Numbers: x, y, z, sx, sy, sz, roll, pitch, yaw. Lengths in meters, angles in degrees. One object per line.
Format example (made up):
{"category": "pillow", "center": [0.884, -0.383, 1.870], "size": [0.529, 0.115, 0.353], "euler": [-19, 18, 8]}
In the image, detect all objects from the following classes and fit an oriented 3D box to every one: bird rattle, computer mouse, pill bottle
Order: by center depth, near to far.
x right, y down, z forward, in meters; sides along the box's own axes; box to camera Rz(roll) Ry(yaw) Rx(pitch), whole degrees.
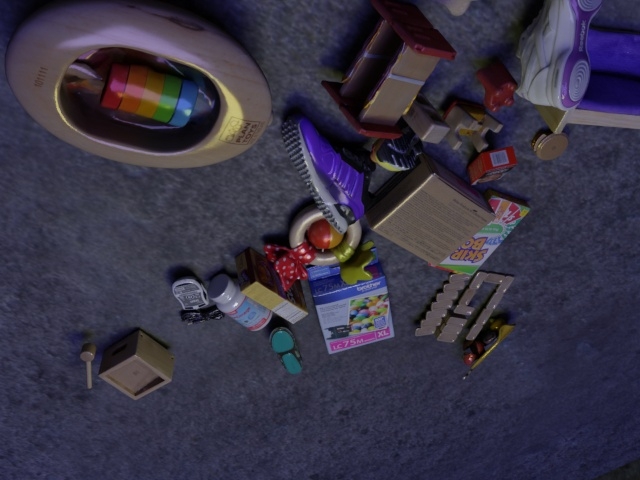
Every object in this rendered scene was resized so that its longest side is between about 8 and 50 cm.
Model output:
{"category": "bird rattle", "center": [0.000, 0.000, 1.721], "size": [0.253, 0.143, 0.207], "euler": [5, 123, -3]}
{"category": "computer mouse", "center": [-0.296, 0.133, 1.796], "size": [0.106, 0.042, 0.193], "euler": [-10, 142, 1]}
{"category": "pill bottle", "center": [-0.191, 0.144, 1.801], "size": [0.087, 0.087, 0.160], "euler": [-33, 134, 18]}

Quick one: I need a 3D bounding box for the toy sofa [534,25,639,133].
{"category": "toy sofa", "center": [0.620, -0.313, 1.525], "size": [0.362, 0.150, 0.177], "euler": [2, 135, -18]}

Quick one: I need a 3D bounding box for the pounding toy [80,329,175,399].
{"category": "pounding toy", "center": [-0.497, 0.294, 1.871], "size": [0.181, 0.094, 0.206], "euler": [-30, 126, 21]}

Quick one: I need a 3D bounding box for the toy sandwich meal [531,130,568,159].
{"category": "toy sandwich meal", "center": [0.506, -0.213, 1.685], "size": [0.085, 0.029, 0.086], "euler": [-12, 137, -11]}

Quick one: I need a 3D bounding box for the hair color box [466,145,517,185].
{"category": "hair color box", "center": [0.365, -0.159, 1.634], "size": [0.072, 0.043, 0.141], "euler": [-13, 173, -3]}

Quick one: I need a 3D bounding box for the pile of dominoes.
{"category": "pile of dominoes", "center": [0.377, 0.168, 2.048], "size": [0.196, 0.040, 0.251], "euler": [11, 122, -24]}

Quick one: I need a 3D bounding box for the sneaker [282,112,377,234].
{"category": "sneaker", "center": [0.032, -0.160, 1.557], "size": [0.146, 0.102, 0.293], "euler": [-34, 129, -7]}

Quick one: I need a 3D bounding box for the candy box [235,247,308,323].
{"category": "candy box", "center": [-0.112, 0.106, 1.771], "size": [0.053, 0.109, 0.186], "euler": [-35, 134, 19]}

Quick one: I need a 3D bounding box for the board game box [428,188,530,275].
{"category": "board game box", "center": [0.380, -0.008, 1.850], "size": [0.124, 0.039, 0.259], "euler": [15, 129, -29]}

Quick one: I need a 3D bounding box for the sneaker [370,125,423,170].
{"category": "sneaker", "center": [0.138, -0.173, 1.517], "size": [0.094, 0.208, 0.081], "euler": [-18, 96, 25]}

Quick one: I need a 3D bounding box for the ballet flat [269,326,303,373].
{"category": "ballet flat", "center": [-0.092, 0.270, 1.980], "size": [0.070, 0.070, 0.188], "euler": [-15, 133, -1]}

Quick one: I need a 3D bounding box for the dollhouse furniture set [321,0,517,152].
{"category": "dollhouse furniture set", "center": [0.214, -0.305, 1.447], "size": [0.374, 0.152, 0.201], "euler": [0, 137, -41]}

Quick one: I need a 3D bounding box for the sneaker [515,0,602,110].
{"category": "sneaker", "center": [0.420, -0.395, 1.381], "size": [0.114, 0.152, 0.305], "euler": [1, 103, -37]}

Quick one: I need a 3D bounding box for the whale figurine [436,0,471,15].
{"category": "whale figurine", "center": [0.294, -0.492, 1.283], "size": [0.216, 0.141, 0.272], "euler": [19, 151, -31]}

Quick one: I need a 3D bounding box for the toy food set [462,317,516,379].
{"category": "toy food set", "center": [0.450, 0.291, 2.142], "size": [0.218, 0.071, 0.128], "euler": [-51, 164, 20]}

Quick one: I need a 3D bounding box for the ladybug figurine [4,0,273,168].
{"category": "ladybug figurine", "center": [-0.290, -0.275, 1.287], "size": [0.449, 0.162, 0.305], "euler": [15, 130, -28]}

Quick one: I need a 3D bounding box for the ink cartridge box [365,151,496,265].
{"category": "ink cartridge box", "center": [0.244, -0.066, 1.714], "size": [0.234, 0.088, 0.193], "euler": [29, 120, -36]}

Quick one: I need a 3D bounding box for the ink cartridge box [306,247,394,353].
{"category": "ink cartridge box", "center": [0.079, 0.159, 1.920], "size": [0.185, 0.065, 0.311], "euler": [-15, 135, -1]}
